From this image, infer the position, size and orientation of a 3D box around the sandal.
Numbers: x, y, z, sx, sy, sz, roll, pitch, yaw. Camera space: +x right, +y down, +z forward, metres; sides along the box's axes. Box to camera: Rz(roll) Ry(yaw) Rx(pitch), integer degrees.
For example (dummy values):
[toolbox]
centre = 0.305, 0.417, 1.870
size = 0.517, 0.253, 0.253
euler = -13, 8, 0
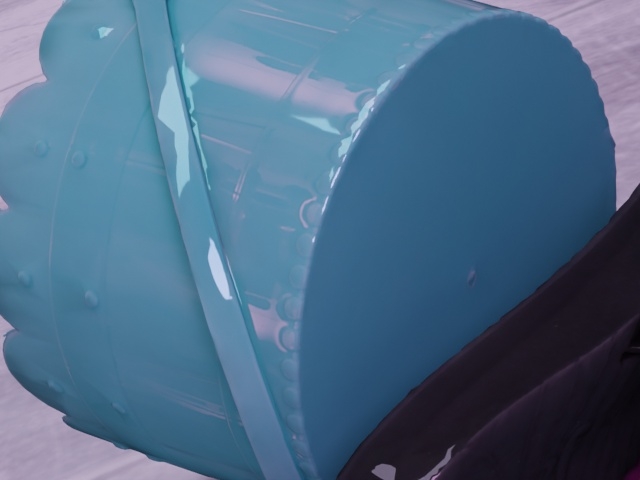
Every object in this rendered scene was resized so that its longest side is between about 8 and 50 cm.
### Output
[sandal]
centre = 0.180, 0.042, 0.634
size = 0.107, 0.167, 0.446
euler = 26, 57, 37

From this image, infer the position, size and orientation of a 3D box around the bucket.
[bucket]
centre = 0.000, 0.000, 0.703
size = 0.183, 0.281, 0.281
euler = 16, 43, 39
